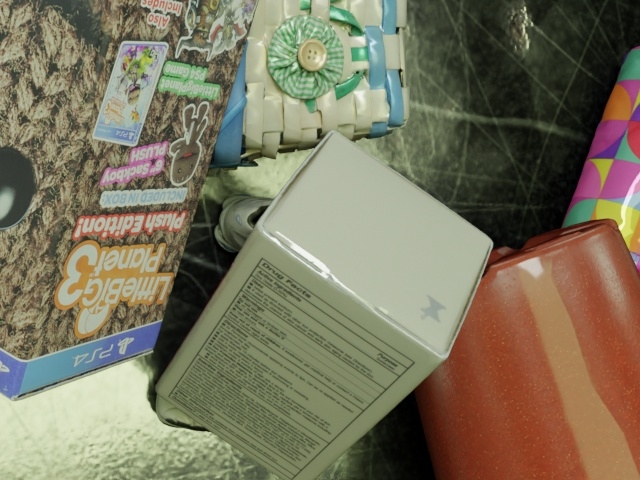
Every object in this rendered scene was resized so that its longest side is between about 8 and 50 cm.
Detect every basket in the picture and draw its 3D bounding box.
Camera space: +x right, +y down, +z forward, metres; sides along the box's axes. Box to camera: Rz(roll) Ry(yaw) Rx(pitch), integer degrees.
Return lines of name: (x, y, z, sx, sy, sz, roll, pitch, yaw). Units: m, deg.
basket: (-0.080, -0.178, 0.707, 0.289, 0.201, 0.254, -2, 98, -2)

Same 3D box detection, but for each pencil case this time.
pencil case: (0.310, -0.067, 0.895, 0.104, 0.104, 0.236, 20, 85, -18)

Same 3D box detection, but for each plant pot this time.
plant pot: (0.195, 0.135, 0.790, 0.272, 0.272, 0.265, -19, 90, -17)

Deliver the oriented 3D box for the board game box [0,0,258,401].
board game box: (-0.200, -0.088, 0.602, 0.232, 0.141, 0.291, 24, 106, 21)

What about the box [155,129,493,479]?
box: (-0.004, 0.060, 0.694, 0.149, 0.232, 0.127, 35, 45, -2)

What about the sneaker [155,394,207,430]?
sneaker: (-0.054, 0.137, 0.799, 0.170, 0.068, 0.071, 15, 74, -21)

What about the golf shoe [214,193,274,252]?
golf shoe: (0.000, 0.000, 0.801, 0.176, 0.086, 0.069, 7, 87, -20)
